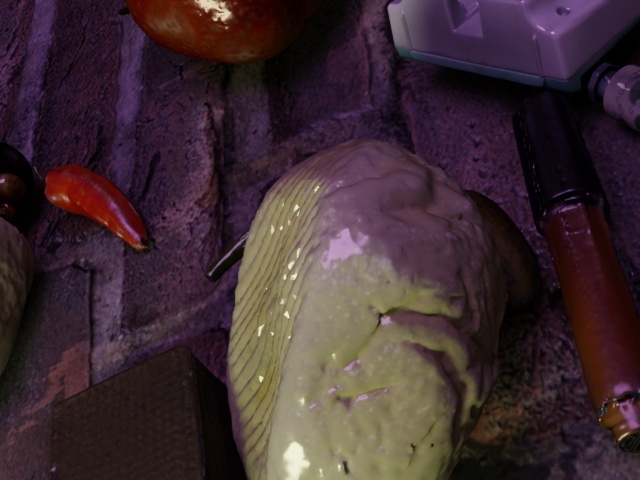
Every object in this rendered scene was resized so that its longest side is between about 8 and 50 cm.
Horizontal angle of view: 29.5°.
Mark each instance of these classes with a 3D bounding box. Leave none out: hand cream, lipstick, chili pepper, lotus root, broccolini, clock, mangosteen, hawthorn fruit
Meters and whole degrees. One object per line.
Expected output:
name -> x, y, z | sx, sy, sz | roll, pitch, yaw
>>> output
hand cream -> 0.385, -0.113, 1.220 | 0.095, 0.059, 0.276 | -49, 48, -7
lipstick -> 0.257, 0.016, 1.184 | 0.077, 0.077, 0.418 | -23, 47, 18
chili pepper -> -0.310, -0.056, 1.647 | 0.063, 0.071, 0.272 | -20, 34, -40
lotus root -> 0.168, 0.007, 1.244 | 0.080, 0.089, 0.179 | -49, 49, 12
broccolini -> -0.008, 0.003, 1.389 | 0.271, 0.062, 0.123 | -25, 30, 8
clock -> 0.237, -0.290, 1.391 | 0.231, 0.116, 0.262 | -42, 41, -24
mangosteen -> -0.466, -0.066, 1.711 | 0.137, 0.137, 0.151 | -37, 39, 3
hawthorn fruit -> -0.164, -0.366, 1.665 | 0.369, 0.285, 0.284 | -10, 50, 40

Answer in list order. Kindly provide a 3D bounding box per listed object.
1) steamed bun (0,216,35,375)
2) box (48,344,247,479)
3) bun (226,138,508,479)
steamed bun -> -0.535, 0.069, 1.551 | 0.273, 0.272, 0.290 | -18, 51, 21
box -> -0.157, 0.271, 1.211 | 0.184, 0.143, 0.273 | -26, 45, 13
bun -> 0.048, 0.090, 1.135 | 0.349, 0.227, 0.352 | 116, 157, -45
